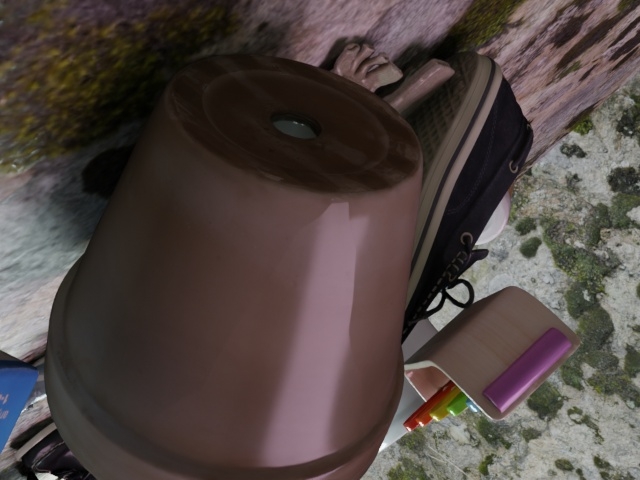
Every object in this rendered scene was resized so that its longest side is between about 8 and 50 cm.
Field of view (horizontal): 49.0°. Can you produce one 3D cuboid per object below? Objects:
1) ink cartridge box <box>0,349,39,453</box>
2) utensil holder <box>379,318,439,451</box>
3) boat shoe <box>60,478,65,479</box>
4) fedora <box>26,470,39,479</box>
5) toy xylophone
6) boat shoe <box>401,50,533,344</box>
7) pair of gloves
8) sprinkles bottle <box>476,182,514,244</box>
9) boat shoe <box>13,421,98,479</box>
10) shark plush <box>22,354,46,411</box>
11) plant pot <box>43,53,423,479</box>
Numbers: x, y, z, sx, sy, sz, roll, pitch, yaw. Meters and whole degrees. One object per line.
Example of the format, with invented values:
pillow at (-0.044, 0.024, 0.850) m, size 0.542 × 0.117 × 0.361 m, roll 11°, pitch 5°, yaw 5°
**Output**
ink cartridge box at (-0.328, 0.200, 0.279) m, size 0.285 × 0.166 × 0.395 m, roll 64°, pitch 49°, yaw -78°
utensil holder at (0.111, 0.254, 1.643) m, size 0.327 × 0.385 × 0.327 m, roll -36°, pitch 167°, yaw -9°
boat shoe at (-0.484, 0.513, 1.499) m, size 0.103 × 0.113 × 0.302 m, roll -34°, pitch 170°, yaw -46°
fedora at (-0.397, 0.524, 1.274) m, size 0.152 × 0.334 × 0.334 m, roll -29°, pitch 165°, yaw -26°
toy xylophone at (0.149, 0.150, 0.789) m, size 0.236 × 0.081 × 0.323 m, roll -41°, pitch 172°, yaw -1°
boat shoe at (0.117, 0.010, 0.862) m, size 0.187 × 0.156 × 0.500 m, roll 10°, pitch -111°, yaw 60°
pair of gloves at (0.032, -0.138, 0.786) m, size 0.204 × 0.042 × 0.240 m, roll -42°, pitch 166°, yaw 33°
sprinkles bottle at (0.300, -0.107, 1.302) m, size 0.121 × 0.121 × 0.355 m, roll -45°, pitch -178°, yaw 28°
boat shoe at (-0.394, 0.363, 1.201) m, size 0.127 × 0.113 × 0.340 m, roll -37°, pitch 168°, yaw -7°
shark plush at (-0.320, 0.172, 0.822) m, size 0.161 × 0.067 × 0.073 m, roll -34°, pitch 168°, yaw -21°
plant pot at (-0.053, 0.015, 0.578) m, size 0.323 × 0.323 × 0.280 m, roll -27°, pitch 146°, yaw -45°
